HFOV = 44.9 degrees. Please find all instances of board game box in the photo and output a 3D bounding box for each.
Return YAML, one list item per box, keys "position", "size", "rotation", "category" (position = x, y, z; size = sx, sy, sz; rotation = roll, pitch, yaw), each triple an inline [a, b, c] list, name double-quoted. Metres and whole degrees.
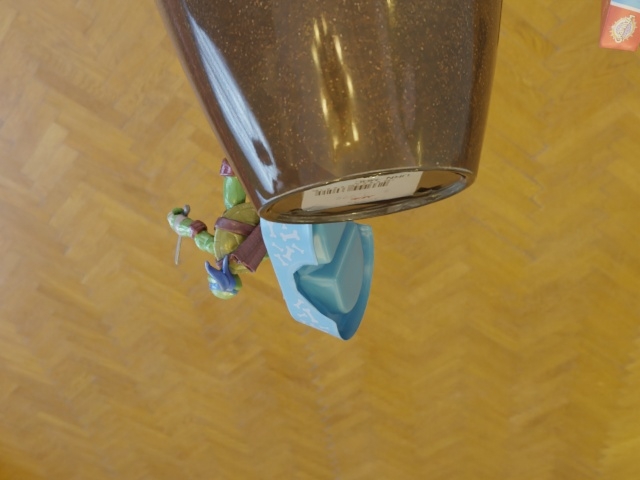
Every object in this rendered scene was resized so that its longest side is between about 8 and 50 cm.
- position: [0.530, -0.515, 1.298]
  size: [0.064, 0.316, 0.242]
  rotation: [9, 144, 12]
  category: "board game box"

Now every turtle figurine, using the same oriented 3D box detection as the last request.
- position: [-0.134, -0.046, 1.265]
  size: [0.198, 0.266, 0.275]
  rotation: [19, -178, 11]
  category: "turtle figurine"

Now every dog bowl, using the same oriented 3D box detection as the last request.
- position: [0.000, 0.000, 0.966]
  size: [0.074, 0.165, 0.297]
  rotation: [6, 141, 20]
  category: "dog bowl"

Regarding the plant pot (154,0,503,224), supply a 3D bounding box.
- position: [0.004, -0.131, 0.389]
  size: [0.216, 0.230, 0.215]
  rotation: [-8, 171, -1]
  category: "plant pot"
